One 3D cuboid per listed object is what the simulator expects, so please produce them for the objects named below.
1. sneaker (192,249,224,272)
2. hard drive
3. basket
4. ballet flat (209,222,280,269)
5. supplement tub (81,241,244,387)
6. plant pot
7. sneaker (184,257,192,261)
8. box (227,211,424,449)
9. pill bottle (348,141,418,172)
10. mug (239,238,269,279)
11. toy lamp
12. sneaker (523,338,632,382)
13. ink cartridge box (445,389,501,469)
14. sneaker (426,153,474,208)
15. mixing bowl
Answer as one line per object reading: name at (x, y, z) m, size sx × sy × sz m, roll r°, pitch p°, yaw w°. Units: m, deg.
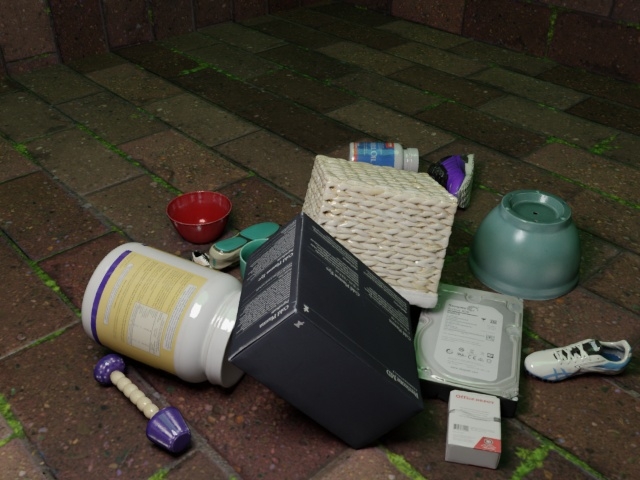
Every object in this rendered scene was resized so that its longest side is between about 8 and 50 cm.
sneaker at (-0.302, 0.060, 1.721) m, size 0.109 × 0.043 × 0.040 m, roll 22°, pitch 37°, yaw 24°
hard drive at (0.332, 0.231, 1.468) m, size 0.237 × 0.064 × 0.339 m, roll 11°, pitch 35°, yaw 14°
basket at (0.115, -0.034, 1.564) m, size 0.331 × 0.266 × 0.328 m, roll 8°, pitch 16°, yaw -8°
ballet flat at (-0.204, 0.018, 1.750) m, size 0.086 × 0.086 × 0.248 m, roll 26°, pitch 31°, yaw 32°
supplement tub at (-0.307, 0.160, 1.392) m, size 0.331 × 0.241 × 0.241 m, roll 18°, pitch 38°, yaw 16°
plant pot at (0.548, -0.011, 1.706) m, size 0.293 × 0.196 × 0.293 m, roll 1°, pitch 34°, yaw -1°
sneaker at (-0.386, 0.107, 1.630) m, size 0.082 × 0.069 × 0.209 m, roll 5°, pitch 35°, yaw 13°
box at (0.017, 0.173, 1.286) m, size 0.343 × 0.179 × 0.312 m, roll 40°, pitch 26°, yaw -23°
pill bottle at (0.204, -0.258, 2.122) m, size 0.222 × 0.124 × 0.124 m, roll 0°, pitch 35°, yaw 0°
mug at (-0.135, 0.078, 1.651) m, size 0.130 × 0.097 × 0.157 m, roll -11°, pitch 37°, yaw -17°
toy lamp at (-0.356, 0.327, 1.306) m, size 0.080 × 0.080 × 0.275 m, roll -27°, pitch 41°, yaw -34°
sneaker at (0.560, 0.253, 1.419) m, size 0.237 × 0.086 × 0.085 m, roll -5°, pitch 36°, yaw -5°
ink cartridge box at (0.298, 0.368, 1.271) m, size 0.099 × 0.056 × 0.135 m, roll 8°, pitch 36°, yaw 9°
sneaker at (0.406, -0.190, 2.059) m, size 0.146 × 0.102 × 0.293 m, roll 6°, pitch 30°, yaw 15°
mixing bowl at (-0.340, -0.054, 1.838) m, size 0.182 × 0.098 × 0.181 m, roll 1°, pitch 34°, yaw -1°
